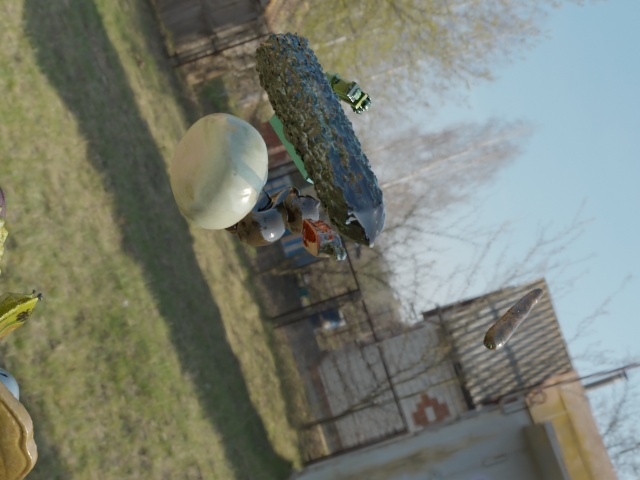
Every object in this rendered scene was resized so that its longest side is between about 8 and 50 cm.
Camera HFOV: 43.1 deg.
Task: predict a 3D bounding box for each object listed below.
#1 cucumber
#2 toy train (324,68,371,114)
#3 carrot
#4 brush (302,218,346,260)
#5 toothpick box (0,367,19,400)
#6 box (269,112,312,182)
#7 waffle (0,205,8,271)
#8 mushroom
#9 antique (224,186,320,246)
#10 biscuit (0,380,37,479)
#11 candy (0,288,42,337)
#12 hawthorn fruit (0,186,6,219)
[{"bbox_3d":[0.000,-0.139,1.106,0.096,0.096,0.359,68,-1,-56],"label":"cucumber"},{"bbox_3d":[0.056,-0.315,1.716,0.122,0.050,0.081,35,-9,42],"label":"toy train"},{"bbox_3d":[0.327,0.127,1.359,0.035,0.165,0.036,35,-32,26],"label":"carrot"},{"bbox_3d":[-0.001,0.000,1.733,0.323,0.051,0.070,-148,-117,-74],"label":"brush"},{"bbox_3d":[-0.755,0.396,1.650,0.263,0.262,0.355,-47,143,-87],"label":"toothpick box"},{"bbox_3d":[0.002,-0.268,2.355,0.205,0.118,0.311,24,26,-41],"label":"box"},{"bbox_3d":[-0.633,0.011,1.388,0.057,0.229,0.219,32,-47,16],"label":"waffle"},{"bbox_3d":[-0.201,-0.147,1.714,0.202,0.246,0.246,4,61,-46],"label":"mushroom"},{"bbox_3d":[-0.115,-0.060,2.124,0.143,0.256,0.121,32,-54,45],"label":"antique"},{"bbox_3d":[-0.477,0.275,1.167,0.029,0.141,0.221,-59,162,-54],"label":"biscuit"},{"bbox_3d":[-0.704,0.166,1.796,0.081,0.187,0.297,56,-21,-7],"label":"candy"},{"bbox_3d":[-0.877,-0.088,1.798,0.308,0.324,0.308,164,-90,-71],"label":"hawthorn fruit"}]
